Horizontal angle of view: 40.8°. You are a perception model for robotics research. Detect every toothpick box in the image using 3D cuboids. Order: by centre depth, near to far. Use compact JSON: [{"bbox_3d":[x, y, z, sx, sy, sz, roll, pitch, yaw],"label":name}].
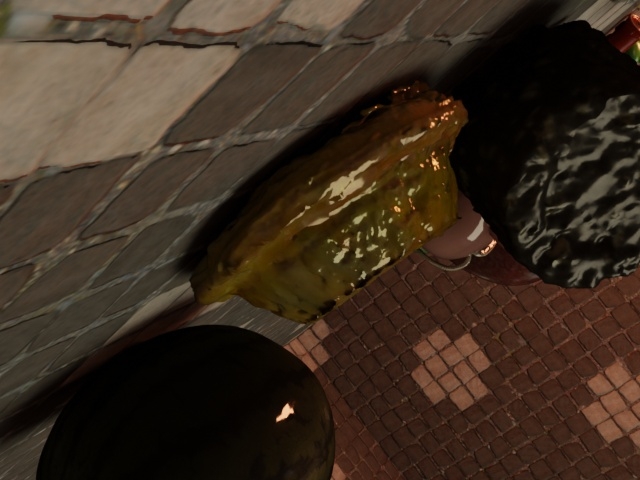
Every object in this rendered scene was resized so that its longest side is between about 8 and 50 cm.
[{"bbox_3d":[0.495,-0.330,1.420,0.047,0.047,0.083,-31,172,-47],"label":"toothpick box"}]

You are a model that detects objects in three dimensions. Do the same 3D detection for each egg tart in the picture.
[{"bbox_3d":[0.017,-0.013,0.739,0.288,0.118,0.288,-35,177,-2],"label":"egg tart"}]

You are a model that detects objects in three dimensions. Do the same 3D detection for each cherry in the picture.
[{"bbox_3d":[0.338,-0.046,1.574,0.221,0.307,0.261,5,124,-42],"label":"cherry"}]

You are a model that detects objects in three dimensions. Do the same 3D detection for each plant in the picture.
[{"bbox_3d":[0.239,-0.112,0.896,0.215,0.213,0.312,-39,-150,17],"label":"plant"}]

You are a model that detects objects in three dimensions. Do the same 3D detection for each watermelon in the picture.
[{"bbox_3d":[-0.139,0.238,0.902,0.359,0.279,0.279,-31,171,-47],"label":"watermelon"}]

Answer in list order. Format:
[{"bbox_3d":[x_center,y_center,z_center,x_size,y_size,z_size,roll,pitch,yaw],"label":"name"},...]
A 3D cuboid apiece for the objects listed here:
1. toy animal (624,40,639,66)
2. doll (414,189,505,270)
[{"bbox_3d":[0.591,-0.364,1.618,0.103,0.100,0.208,9,-148,38],"label":"toy animal"},{"bbox_3d":[0.231,-0.031,1.351,0.268,0.216,0.284,-35,165,28],"label":"doll"}]
